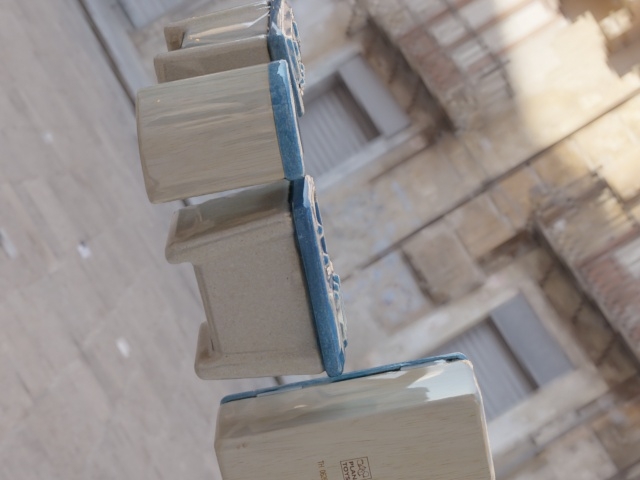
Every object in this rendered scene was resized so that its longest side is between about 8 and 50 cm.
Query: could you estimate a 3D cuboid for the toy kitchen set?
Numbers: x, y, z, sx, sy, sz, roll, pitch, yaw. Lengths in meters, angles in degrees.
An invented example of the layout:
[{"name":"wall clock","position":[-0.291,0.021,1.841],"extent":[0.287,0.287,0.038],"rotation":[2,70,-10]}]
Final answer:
[{"name":"toy kitchen set","position":[0.000,0.000,0.618],"extent":[0.166,0.122,0.207],"rotation":[-93,172,-66]}]
